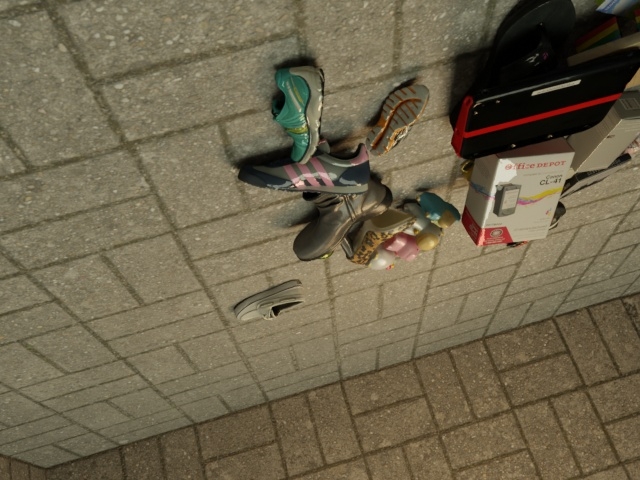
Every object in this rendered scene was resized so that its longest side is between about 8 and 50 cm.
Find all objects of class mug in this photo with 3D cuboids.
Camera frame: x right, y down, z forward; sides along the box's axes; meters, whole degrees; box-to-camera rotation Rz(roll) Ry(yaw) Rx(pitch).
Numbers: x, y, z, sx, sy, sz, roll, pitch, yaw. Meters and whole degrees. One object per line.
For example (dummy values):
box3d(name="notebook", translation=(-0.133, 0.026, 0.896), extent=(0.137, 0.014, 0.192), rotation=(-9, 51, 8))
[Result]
box3d(name="mug", translation=(0.445, -0.195, 1.934), extent=(0.078, 0.062, 0.064), rotation=(3, 140, -48))

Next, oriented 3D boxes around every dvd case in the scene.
box3d(name="dvd case", translation=(0.841, -0.195, 2.128), extent=(0.179, 0.029, 0.238), rotation=(-23, 169, -3))

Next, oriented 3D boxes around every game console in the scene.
box3d(name="game console", translation=(0.503, -0.307, 1.573), extent=(0.387, 0.060, 0.342), rotation=(-15, 163, 1))

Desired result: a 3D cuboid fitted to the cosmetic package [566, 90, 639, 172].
box3d(name="cosmetic package", translation=(0.796, -0.300, 1.899), extent=(0.127, 0.107, 0.238), rotation=(-10, 150, -18))

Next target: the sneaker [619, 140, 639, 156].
box3d(name="sneaker", translation=(0.918, -0.286, 2.059), extent=(0.070, 0.051, 0.134), rotation=(-30, 159, 33))

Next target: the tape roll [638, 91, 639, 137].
box3d(name="tape roll", translation=(0.956, -0.368, 1.891), extent=(0.189, 0.080, 0.189), rotation=(-13, 153, -7))

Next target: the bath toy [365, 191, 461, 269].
box3d(name="bath toy", translation=(0.268, -0.008, 2.091), extent=(0.129, 0.151, 0.348), rotation=(0, 152, -38))

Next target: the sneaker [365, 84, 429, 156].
box3d(name="sneaker", translation=(0.187, -0.285, 1.587), extent=(0.083, 0.084, 0.215), rotation=(-23, 163, -43))

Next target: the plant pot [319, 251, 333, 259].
box3d(name="plant pot", translation=(0.000, 0.000, 2.026), extent=(0.083, 0.083, 0.079), rotation=(-13, 141, -10))

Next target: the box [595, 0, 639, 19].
box3d(name="box", translation=(0.670, -0.526, 1.441), extent=(0.178, 0.042, 0.109), rotation=(-2, 151, -31))

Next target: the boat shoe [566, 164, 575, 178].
box3d(name="boat shoe", translation=(0.655, -0.209, 2.014), extent=(0.255, 0.079, 0.095), rotation=(-14, 156, -3))

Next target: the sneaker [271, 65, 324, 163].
box3d(name="sneaker", translation=(-0.051, -0.272, 1.459), extent=(0.110, 0.107, 0.275), rotation=(4, 147, -1))

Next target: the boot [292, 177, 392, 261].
box3d(name="boot", translation=(0.011, -0.087, 1.838), extent=(0.338, 0.118, 0.223), rotation=(-39, 146, 16))

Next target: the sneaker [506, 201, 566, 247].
box3d(name="sneaker", translation=(0.736, -0.058, 2.339), extent=(0.135, 0.097, 0.276), rotation=(-12, 159, -27))

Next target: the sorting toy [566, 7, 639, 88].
box3d(name="sorting toy", translation=(0.699, -0.431, 1.528), extent=(0.255, 0.089, 0.257), rotation=(-16, 166, 28))

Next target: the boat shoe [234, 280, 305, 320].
box3d(name="boat shoe", translation=(-0.172, 0.228, 2.339), extent=(0.268, 0.088, 0.096), rotation=(-23, 154, 11))

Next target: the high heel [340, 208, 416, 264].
box3d(name="high heel", translation=(0.185, -0.004, 2.059), extent=(0.261, 0.093, 0.186), rotation=(-12, 140, 21))

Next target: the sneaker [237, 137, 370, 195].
box3d(name="sneaker", translation=(-0.037, -0.184, 1.632), extent=(0.319, 0.112, 0.131), rotation=(2, 108, -12))

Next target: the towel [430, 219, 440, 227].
box3d(name="towel", translation=(0.324, -0.043, 2.191), extent=(0.148, 0.027, 0.110), rotation=(-5, 150, -25))

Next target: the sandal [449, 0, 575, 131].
box3d(name="sandal", translation=(0.445, -0.365, 1.542), extent=(0.168, 0.107, 0.445), rotation=(-8, 153, -19))

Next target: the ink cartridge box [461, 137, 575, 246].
box3d(name="ink cartridge box", translation=(0.537, -0.145, 1.881), extent=(0.226, 0.131, 0.306), rotation=(-6, 133, -10))
